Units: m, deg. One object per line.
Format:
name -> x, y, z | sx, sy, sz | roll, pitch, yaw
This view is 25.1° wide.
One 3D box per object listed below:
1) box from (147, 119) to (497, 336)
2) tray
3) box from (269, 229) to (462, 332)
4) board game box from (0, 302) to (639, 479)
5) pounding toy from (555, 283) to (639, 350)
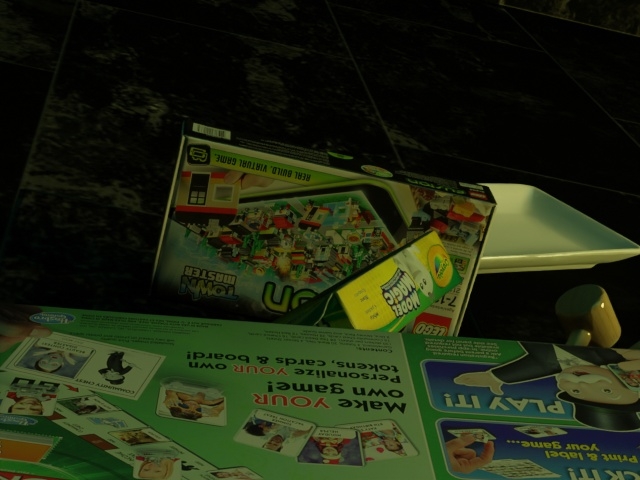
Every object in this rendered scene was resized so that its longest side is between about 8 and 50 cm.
box -> 0.000, 0.000, 0.938 | 0.207, 0.114, 0.036 | 12, 20, -7
tray -> 0.124, -0.006, 1.171 | 0.270, 0.030, 0.145 | -2, 25, -39
box -> 0.005, 0.050, 0.821 | 0.043, 0.105, 0.179 | 61, 28, 3
board game box -> 0.012, 0.102, 0.568 | 0.317, 0.046, 0.213 | 5, 25, -6
pounding toy -> 0.209, 0.102, 0.830 | 0.181, 0.094, 0.206 | -34, 30, -3
